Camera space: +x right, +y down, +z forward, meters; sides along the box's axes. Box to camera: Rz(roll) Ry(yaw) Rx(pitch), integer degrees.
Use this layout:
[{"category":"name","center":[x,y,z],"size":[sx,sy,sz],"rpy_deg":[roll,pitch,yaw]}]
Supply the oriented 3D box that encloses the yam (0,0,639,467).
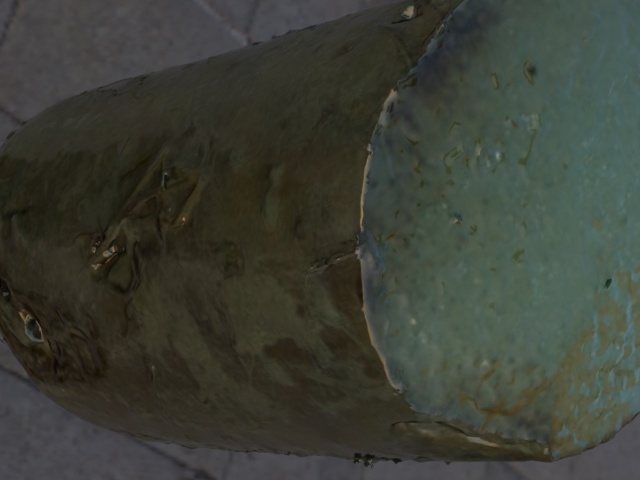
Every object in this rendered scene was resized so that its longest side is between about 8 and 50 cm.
[{"category":"yam","center":[0.000,0.000,0.525],"size":[0.161,0.268,0.161],"rpy_deg":[3,85,-41]}]
